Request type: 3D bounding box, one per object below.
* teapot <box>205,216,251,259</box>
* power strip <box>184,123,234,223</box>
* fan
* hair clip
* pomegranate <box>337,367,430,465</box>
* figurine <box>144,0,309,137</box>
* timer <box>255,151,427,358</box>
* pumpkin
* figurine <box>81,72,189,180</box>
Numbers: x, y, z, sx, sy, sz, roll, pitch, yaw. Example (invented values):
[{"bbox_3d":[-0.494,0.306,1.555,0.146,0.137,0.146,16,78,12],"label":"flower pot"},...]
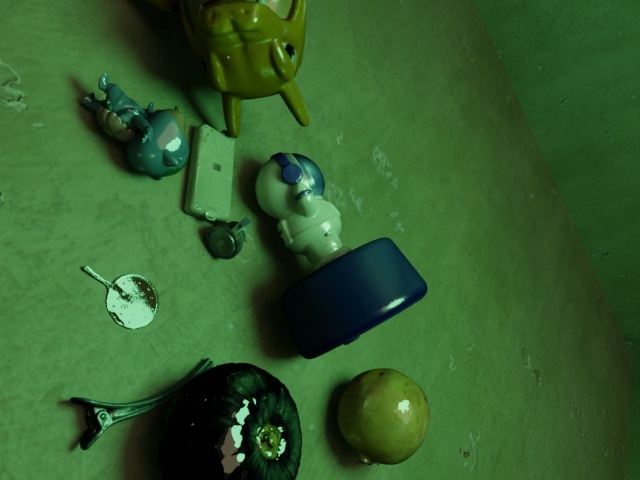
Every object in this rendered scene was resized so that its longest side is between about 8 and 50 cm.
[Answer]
[{"bbox_3d":[-0.157,-0.011,0.883,0.066,0.088,0.057,47,31,-6],"label":"teapot"},{"bbox_3d":[-0.200,-0.122,0.911,0.081,0.035,0.192,20,61,-42],"label":"power strip"},{"bbox_3d":[-0.301,0.078,0.749,0.133,0.005,0.085,44,49,-30],"label":"fan"},{"bbox_3d":[-0.249,0.228,0.737,0.229,0.039,0.070,-9,84,-54],"label":"hair clip"},{"bbox_3d":[0.128,0.351,0.992,0.191,0.191,0.191,19,62,-42],"label":"pomegranate"},{"bbox_3d":[-0.122,-0.418,0.916,0.400,0.268,0.388,21,53,-46],"label":"figurine"},{"bbox_3d":[0.000,0.000,0.956,0.270,0.270,0.384,-19,77,-49],"label":"timer"},{"bbox_3d":[-0.129,0.300,0.739,0.233,0.163,0.233,20,63,-46],"label":"pumpkin"},{"bbox_3d":[-0.279,-0.192,0.803,0.178,0.114,0.145,42,47,-18],"label":"figurine"}]
